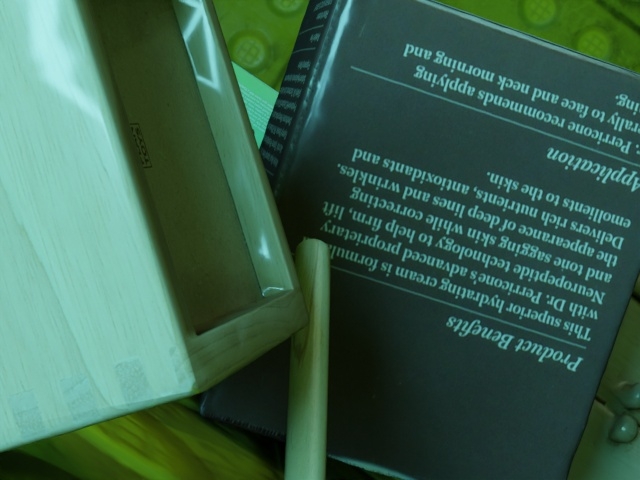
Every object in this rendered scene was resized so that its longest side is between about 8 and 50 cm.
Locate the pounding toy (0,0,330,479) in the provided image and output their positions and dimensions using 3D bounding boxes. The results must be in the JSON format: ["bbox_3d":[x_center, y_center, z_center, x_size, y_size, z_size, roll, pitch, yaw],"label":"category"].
[{"bbox_3d":[-0.059,0.018,0.411,0.181,0.094,0.206,-21,94,-78],"label":"pounding toy"}]

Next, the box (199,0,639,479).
[{"bbox_3d":[0.048,-0.004,0.686,0.168,0.203,0.167,19,5,-8],"label":"box"}]

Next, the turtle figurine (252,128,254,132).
[{"bbox_3d":[-0.111,-0.030,0.620,0.175,0.118,0.234,29,11,-7],"label":"turtle figurine"}]

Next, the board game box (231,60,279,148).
[{"bbox_3d":[-0.112,-0.067,0.897,0.317,0.046,0.213,35,-26,6],"label":"board game box"}]

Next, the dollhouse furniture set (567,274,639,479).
[{"bbox_3d":[0.271,0.095,0.651,0.256,0.362,0.394,33,-27,-9],"label":"dollhouse furniture set"}]
